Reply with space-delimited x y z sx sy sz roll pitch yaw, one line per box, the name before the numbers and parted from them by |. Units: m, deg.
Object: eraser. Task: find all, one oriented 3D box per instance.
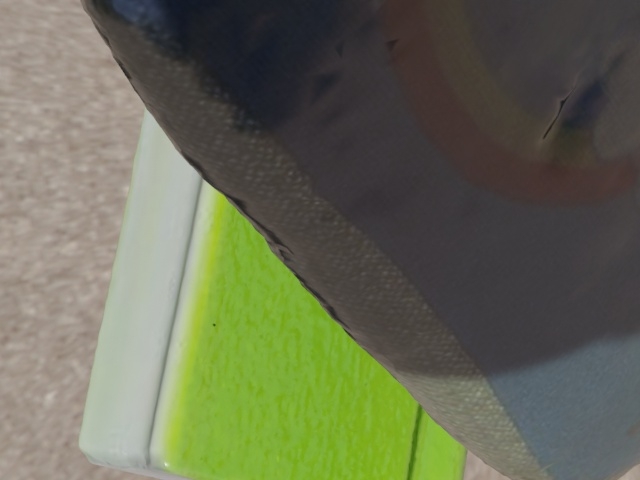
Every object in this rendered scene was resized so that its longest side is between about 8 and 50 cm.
eraser | 0.000 0.000 0.917 0.092 0.210 0.274 -4 71 50

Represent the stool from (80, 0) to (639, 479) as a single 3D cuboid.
stool | 0.050 -0.137 0.463 0.310 0.310 0.226 -49 51 -7
